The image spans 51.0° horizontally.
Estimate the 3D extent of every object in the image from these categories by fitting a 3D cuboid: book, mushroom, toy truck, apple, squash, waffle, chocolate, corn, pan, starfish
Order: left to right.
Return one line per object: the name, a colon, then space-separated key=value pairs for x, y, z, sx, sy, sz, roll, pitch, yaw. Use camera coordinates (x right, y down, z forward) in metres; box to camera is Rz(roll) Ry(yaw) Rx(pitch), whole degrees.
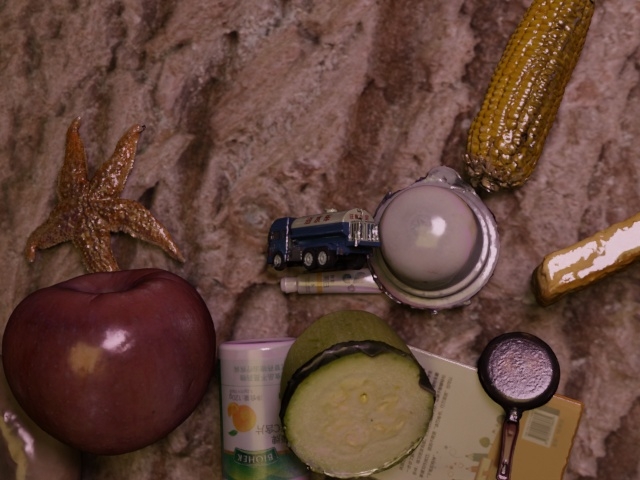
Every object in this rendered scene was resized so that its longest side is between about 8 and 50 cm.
mushroom: x=-0.548 y=0.349 z=1.000 sx=0.362 sy=0.294 sz=0.362 roll=-1 pitch=84 yaw=13
starfish: x=-0.364 y=-0.062 z=1.111 sx=0.299 sy=0.060 sz=0.303 roll=-1 pitch=85 yaw=14
apple: x=-0.290 y=0.167 z=0.952 sx=0.305 sy=0.306 sz=0.235 roll=-1 pitch=98 yaw=12
toy truck: x=0.000 y=0.000 z=0.971 sx=0.201 sy=0.074 sz=0.088 roll=-5 pitch=84 yaw=50
squash: x=0.039 y=0.217 z=0.938 sx=0.220 sy=0.133 sz=0.220 roll=-4 pitch=105 yaw=-14
chocolate: x=0.157 y=-0.012 z=0.947 sx=0.221 sy=0.147 sz=0.221 roll=-2 pitch=74 yaw=8
book: x=0.209 y=0.289 z=0.985 sx=0.295 sy=0.020 sz=0.208 roll=17 pitch=89 yaw=13
pan: x=0.270 y=0.230 z=0.942 sx=0.114 sy=0.040 sz=0.212 roll=10 pitch=73 yaw=16
corn: x=0.294 y=-0.217 z=0.958 sx=0.115 sy=0.115 sz=0.318 roll=21 pitch=90 yaw=12
waffle: x=0.407 y=0.005 z=0.889 sx=0.274 sy=0.168 sz=0.057 roll=-27 pitch=75 yaw=10

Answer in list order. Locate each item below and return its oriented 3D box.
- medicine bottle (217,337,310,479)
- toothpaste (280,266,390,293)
medicine bottle: x=-0.082 y=0.285 z=0.990 sx=0.133 sy=0.133 sz=0.274 roll=-4 pitch=87 yaw=12
toothpaste: x=0.033 y=0.064 z=1.034 sx=0.190 sy=0.031 sz=0.048 roll=-3 pitch=79 yaw=9
